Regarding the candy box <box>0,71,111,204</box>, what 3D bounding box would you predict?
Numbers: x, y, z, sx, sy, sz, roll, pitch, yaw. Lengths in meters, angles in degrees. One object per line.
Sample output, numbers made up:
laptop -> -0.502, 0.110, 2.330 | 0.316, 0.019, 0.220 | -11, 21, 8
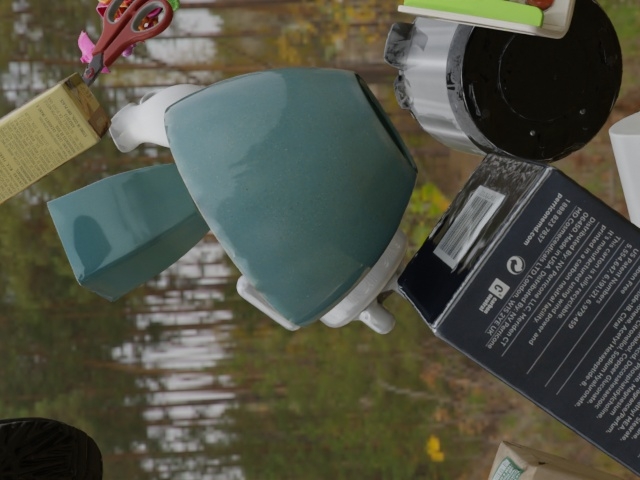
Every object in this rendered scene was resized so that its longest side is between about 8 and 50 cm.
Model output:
candy box -> -0.415, -0.083, 1.420 | 0.087, 0.316, 0.183 | 56, -178, -13

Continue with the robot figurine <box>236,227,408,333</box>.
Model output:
robot figurine -> 0.000, 0.000, 1.869 | 0.300, 0.353, 0.200 | -52, 8, -3

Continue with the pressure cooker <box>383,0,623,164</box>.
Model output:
pressure cooker -> 0.350, -0.344, 2.319 | 0.370, 0.375, 0.420 | 58, 172, -16

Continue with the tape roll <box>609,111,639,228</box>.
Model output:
tape roll -> 0.531, -0.100, 1.571 | 0.246, 0.246, 0.169 | -107, -1, -78

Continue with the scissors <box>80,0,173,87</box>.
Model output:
scissors -> -0.327, -0.261, 1.682 | 0.109, 0.297, 0.021 | 48, -173, 27

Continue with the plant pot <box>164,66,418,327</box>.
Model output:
plant pot -> -0.008, -0.078, 1.278 | 0.290, 0.195, 0.290 | 56, -170, -16

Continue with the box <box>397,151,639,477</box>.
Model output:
box -> 0.316, 0.099, 1.309 | 0.212, 0.395, 0.293 | -55, 7, 4

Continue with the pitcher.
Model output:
pitcher -> -0.296, -0.259, 2.319 | 0.125, 0.207, 0.178 | 63, -146, -36

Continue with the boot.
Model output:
boot -> -0.468, 0.257, 1.408 | 0.260, 0.348, 0.131 | 5, 83, 47

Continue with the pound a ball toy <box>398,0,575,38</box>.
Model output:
pound a ball toy -> 0.300, -0.444, 1.863 | 0.135, 0.319, 0.208 | -3, -74, -51

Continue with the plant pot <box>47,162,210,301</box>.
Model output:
plant pot -> -0.324, -0.027, 2.050 | 0.166, 0.234, 0.165 | 65, -176, 17

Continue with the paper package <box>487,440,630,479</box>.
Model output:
paper package -> 0.400, 0.538, 1.913 | 0.168, 0.309, 0.325 | -154, 83, -77

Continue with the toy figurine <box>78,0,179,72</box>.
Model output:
toy figurine -> -0.345, -0.361, 1.997 | 0.130, 0.173, 0.159 | 57, -135, -54
